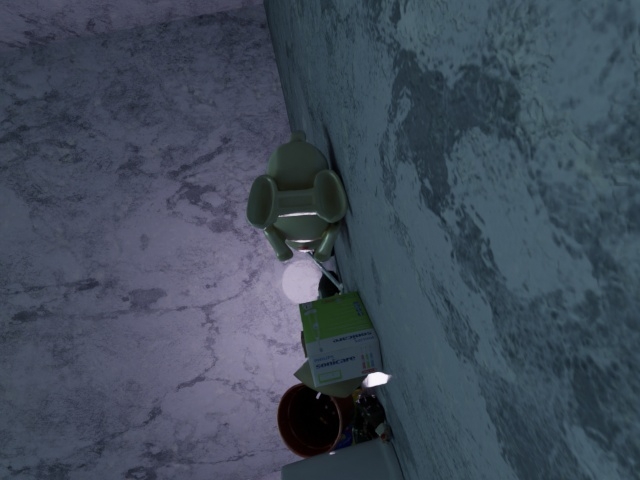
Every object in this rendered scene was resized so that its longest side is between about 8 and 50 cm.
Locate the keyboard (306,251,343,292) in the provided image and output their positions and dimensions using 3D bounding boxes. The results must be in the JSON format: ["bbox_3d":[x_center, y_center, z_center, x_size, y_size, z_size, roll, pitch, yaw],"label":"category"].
[{"bbox_3d":[0.018,0.142,1.939,0.256,0.014,0.072,46,165,13],"label":"keyboard"}]

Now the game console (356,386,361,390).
[{"bbox_3d":[0.124,0.706,2.345,0.386,0.060,0.342,59,163,31],"label":"game console"}]

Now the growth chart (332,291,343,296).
[{"bbox_3d":[0.041,0.280,1.557,0.237,0.021,0.172,-26,-56,-65],"label":"growth chart"}]

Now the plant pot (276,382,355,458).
[{"bbox_3d":[0.005,0.693,1.683,0.265,0.272,0.272,22,-128,-65],"label":"plant pot"}]

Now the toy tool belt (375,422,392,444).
[{"bbox_3d":[0.211,0.626,1.341,0.051,0.052,0.083,46,-178,-4],"label":"toy tool belt"}]

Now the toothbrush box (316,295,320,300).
[{"bbox_3d":[0.076,0.449,2.172,0.216,0.126,0.295,81,176,-51],"label":"toothbrush box"}]

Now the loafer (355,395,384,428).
[{"bbox_3d":[0.178,0.619,1.500,0.220,0.080,0.078,115,143,-84],"label":"loafer"}]

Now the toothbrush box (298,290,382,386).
[{"bbox_3d":[0.053,0.295,1.306,0.283,0.206,0.122,-112,11,-67],"label":"toothbrush box"}]

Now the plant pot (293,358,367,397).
[{"bbox_3d":[0.068,0.451,1.521,0.191,0.284,0.284,44,169,10],"label":"plant pot"}]

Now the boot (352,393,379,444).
[{"bbox_3d":[0.183,0.754,1.652,0.178,0.085,0.236,-144,57,-83],"label":"boot"}]

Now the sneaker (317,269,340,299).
[{"bbox_3d":[0.069,0.305,2.019,0.125,0.139,0.341,22,-119,-43],"label":"sneaker"}]

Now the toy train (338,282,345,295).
[{"bbox_3d":[0.108,0.255,1.663,0.166,0.046,0.125,-100,14,-46],"label":"toy train"}]

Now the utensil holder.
[{"bbox_3d":[0.086,0.870,1.400,0.327,0.385,0.327,168,90,-86],"label":"utensil holder"}]

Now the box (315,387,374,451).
[{"bbox_3d":[0.101,0.852,1.867,0.177,0.290,0.279,82,174,-51],"label":"box"}]

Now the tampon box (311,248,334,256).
[{"bbox_3d":[0.000,0.000,1.949,0.161,0.101,0.120,84,172,-64],"label":"tampon box"}]

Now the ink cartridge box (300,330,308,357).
[{"bbox_3d":[0.035,0.417,1.803,0.193,0.235,0.088,129,128,-85],"label":"ink cartridge box"}]

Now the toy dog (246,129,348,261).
[{"bbox_3d":[-0.076,-0.110,1.379,0.408,0.284,0.395,81,176,-67],"label":"toy dog"}]
